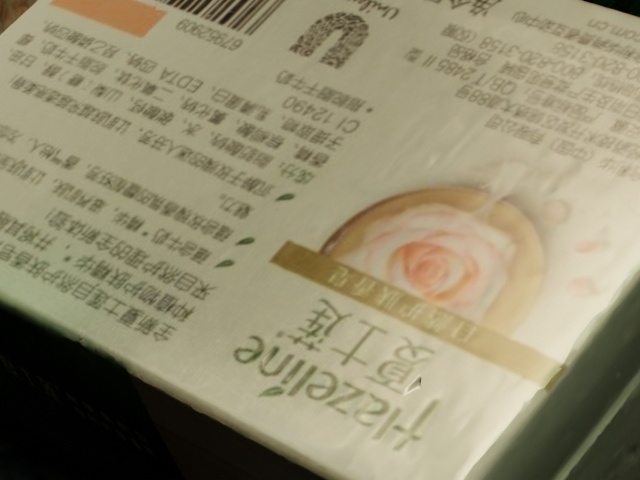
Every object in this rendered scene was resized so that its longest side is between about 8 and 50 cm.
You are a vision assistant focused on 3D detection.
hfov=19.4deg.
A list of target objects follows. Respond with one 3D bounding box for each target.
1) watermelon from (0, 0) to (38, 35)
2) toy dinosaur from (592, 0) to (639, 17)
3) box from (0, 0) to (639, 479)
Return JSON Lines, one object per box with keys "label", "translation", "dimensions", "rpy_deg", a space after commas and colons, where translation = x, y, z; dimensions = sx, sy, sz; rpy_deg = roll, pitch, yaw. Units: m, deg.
{"label": "watermelon", "translation": [-0.117, -0.123, 0.545], "dimensions": [0.094, 0.241, 0.154], "rpy_deg": [-8, 23, -42]}
{"label": "toy dinosaur", "translation": [0.153, -0.035, 0.540], "dimensions": [0.129, 0.076, 0.383], "rpy_deg": [-11, 29, -2]}
{"label": "box", "translation": [0.000, 0.000, 0.447], "dimensions": [0.199, 0.081, 0.135], "rpy_deg": [23, 60, 37]}
